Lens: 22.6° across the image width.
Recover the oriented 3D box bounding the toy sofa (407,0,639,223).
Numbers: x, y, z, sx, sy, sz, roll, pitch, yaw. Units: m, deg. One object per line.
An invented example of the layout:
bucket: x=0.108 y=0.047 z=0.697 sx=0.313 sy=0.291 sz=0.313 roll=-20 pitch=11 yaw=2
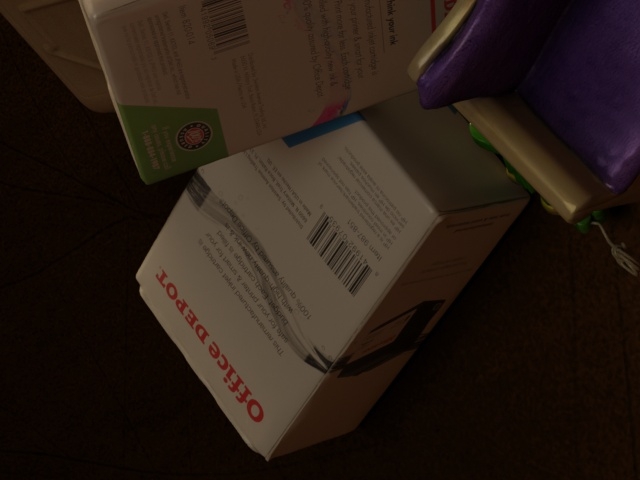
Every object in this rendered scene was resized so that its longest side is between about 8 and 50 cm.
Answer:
toy sofa: x=0.227 y=-0.192 z=1.084 sx=0.150 sy=0.177 sz=0.363 roll=48 pitch=126 yaw=26

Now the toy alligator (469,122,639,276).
toy alligator: x=0.193 y=-0.047 z=1.232 sx=0.051 sy=0.056 sz=0.189 roll=-43 pitch=60 yaw=-5

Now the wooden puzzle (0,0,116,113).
wooden puzzle: x=-0.191 y=-0.256 z=1.428 sx=0.322 sy=0.348 sz=0.081 roll=-4 pitch=50 yaw=46

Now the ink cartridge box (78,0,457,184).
ink cartridge box: x=0.003 y=-0.196 z=1.176 sx=0.207 sy=0.353 sz=0.119 roll=81 pitch=168 yaw=-58

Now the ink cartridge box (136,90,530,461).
ink cartridge box: x=0.000 y=0.000 z=1.369 sx=0.223 sy=0.129 sz=0.307 roll=52 pitch=128 yaw=24
